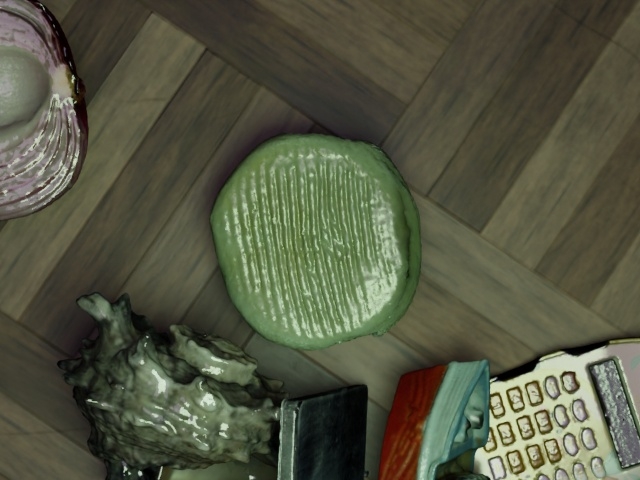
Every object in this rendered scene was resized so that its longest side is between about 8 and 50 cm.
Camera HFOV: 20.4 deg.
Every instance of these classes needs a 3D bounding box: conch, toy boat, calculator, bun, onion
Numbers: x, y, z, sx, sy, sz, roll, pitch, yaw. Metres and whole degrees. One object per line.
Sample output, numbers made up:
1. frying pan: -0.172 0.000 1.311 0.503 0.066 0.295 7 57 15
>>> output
1. conch: -0.110 0.162 1.654 0.186 0.241 0.313 -55 130 -29
2. toy boat: 0.130 0.276 1.702 0.133 0.145 0.331 3 93 21
3. calculator: 0.006 0.217 1.660 0.021 0.262 0.161 2 88 16
4. calculator: 0.247 0.188 1.782 0.236 0.033 0.157 -17 91 -1
5. bun: -0.001 -0.003 1.736 0.221 0.108 0.221 0 92 5
6. onion: -0.367 -0.125 1.709 0.284 0.120 0.227 -7 91 -6
